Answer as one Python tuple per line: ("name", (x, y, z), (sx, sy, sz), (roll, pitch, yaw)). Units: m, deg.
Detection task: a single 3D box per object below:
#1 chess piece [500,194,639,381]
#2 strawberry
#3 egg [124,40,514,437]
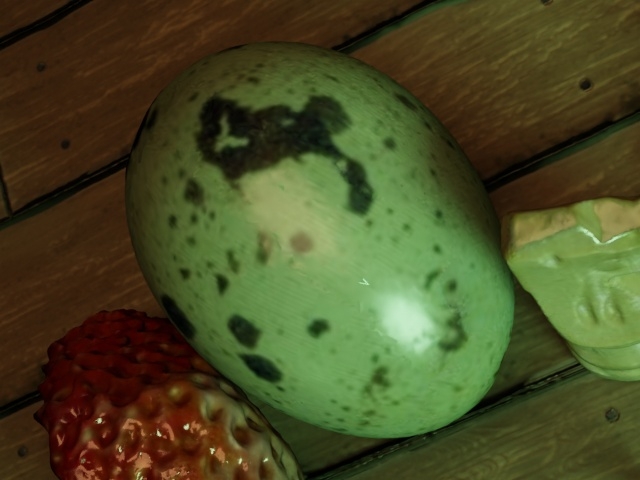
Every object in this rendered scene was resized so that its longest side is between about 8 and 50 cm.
("chess piece", (0.224, 0.025, 1.093), (0.137, 0.301, 0.137), (-6, 74, 21))
("strawberry", (-0.118, 0.166, 1.225), (0.149, 0.265, 0.336), (-41, 44, 9))
("egg", (0.000, 0.000, 1.193), (0.288, 0.287, 0.379), (-40, 81, 9))
